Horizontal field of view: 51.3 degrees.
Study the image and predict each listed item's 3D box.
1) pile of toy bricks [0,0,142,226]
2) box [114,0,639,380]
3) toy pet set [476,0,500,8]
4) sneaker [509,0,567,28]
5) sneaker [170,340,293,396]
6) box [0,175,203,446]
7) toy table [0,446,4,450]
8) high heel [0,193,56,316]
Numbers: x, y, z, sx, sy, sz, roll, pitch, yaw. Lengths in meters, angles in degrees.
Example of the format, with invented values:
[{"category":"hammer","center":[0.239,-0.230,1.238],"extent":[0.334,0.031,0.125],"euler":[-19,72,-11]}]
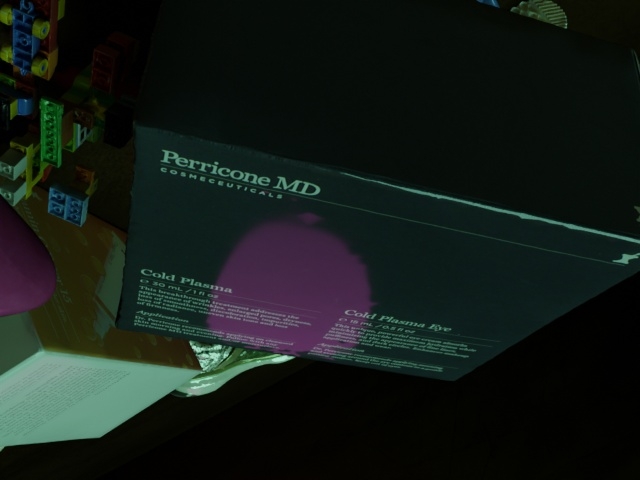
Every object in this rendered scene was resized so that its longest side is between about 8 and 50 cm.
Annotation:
[{"category":"pile of toy bricks","center":[-0.198,-0.116,0.557],"extent":[0.105,0.118,0.212],"euler":[-69,-176,-47]},{"category":"box","center":[0.026,-0.033,0.544],"extent":[0.343,0.179,0.312],"euler":[12,151,-14]},{"category":"toy pet set","center":[0.144,-0.259,0.790],"extent":[0.114,0.065,0.122],"euler":[2,-173,45]},{"category":"sneaker","center":[0.215,-0.203,0.948],"extent":[0.293,0.102,0.146],"euler":[-33,163,7]},{"category":"sneaker","center":[-0.139,0.165,1.361],"extent":[0.410,0.158,0.182],"euler":[-25,145,-32]},{"category":"box","center":[-0.300,0.084,0.713],"extent":[0.168,0.215,0.345],"euler":[-32,163,2]},{"category":"toy table","center":[-0.528,0.216,0.807],"extent":[0.274,0.161,0.252],"euler":[-15,157,-38]},{"category":"high heel","center":[-0.248,-0.071,0.382],"extent":[0.181,0.127,0.377],"euler":[-25,146,13]}]
